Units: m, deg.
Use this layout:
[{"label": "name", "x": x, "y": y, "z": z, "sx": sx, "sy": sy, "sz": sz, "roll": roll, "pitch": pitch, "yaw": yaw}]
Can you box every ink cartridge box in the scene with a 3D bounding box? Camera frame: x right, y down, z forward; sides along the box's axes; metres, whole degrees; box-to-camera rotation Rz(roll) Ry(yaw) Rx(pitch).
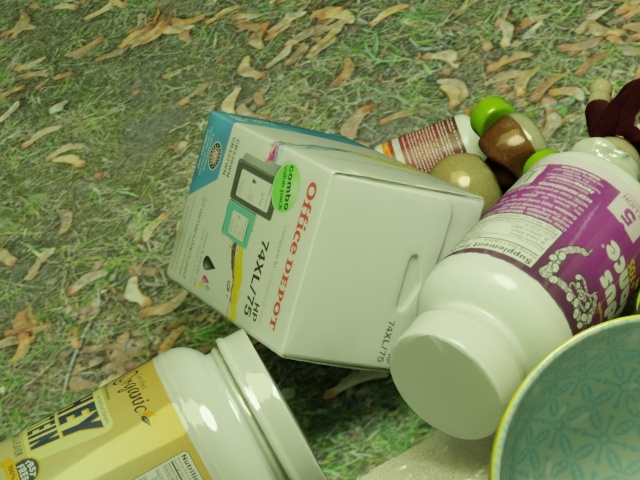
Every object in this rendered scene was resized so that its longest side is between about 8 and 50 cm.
[{"label": "ink cartridge box", "x": 0.000, "y": 0.000, "z": 1.729, "sx": 0.270, "sy": 0.197, "sz": 0.198, "roll": 29, "pitch": 105, "yaw": 55}]

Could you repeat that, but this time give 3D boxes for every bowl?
[{"label": "bowl", "x": 0.276, "y": 0.214, "z": 1.415, "sx": 0.289, "sy": 0.289, "sz": 0.156, "roll": -32, "pitch": -5, "yaw": -9}]

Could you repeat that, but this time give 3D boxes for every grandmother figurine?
[{"label": "grandmother figurine", "x": 0.386, "y": -0.159, "z": 1.874, "sx": 0.342, "sy": 0.104, "sz": 0.208, "roll": -52, "pitch": 17, "yaw": -26}]

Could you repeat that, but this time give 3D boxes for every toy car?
[{"label": "toy car", "x": 0.169, "y": -0.045, "z": 1.803, "sx": 0.188, "sy": 0.149, "sz": 0.155, "roll": -27, "pitch": 39, "yaw": -7}]

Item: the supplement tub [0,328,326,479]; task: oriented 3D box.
[{"label": "supplement tub", "x": -0.166, "y": 0.244, "z": 1.595, "sx": 0.316, "sy": 0.228, "sz": 0.228, "roll": -29, "pitch": 38, "yaw": -4}]

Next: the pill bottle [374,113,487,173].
[{"label": "pill bottle", "x": 0.146, "y": -0.098, "z": 1.936, "sx": 0.152, "sy": 0.086, "sz": 0.086, "roll": -21, "pitch": 38, "yaw": 7}]

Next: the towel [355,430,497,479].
[{"label": "towel", "x": 0.174, "y": 0.230, "z": 1.567, "sx": 0.282, "sy": 0.049, "sz": 0.187, "roll": -31, "pitch": 38, "yaw": -7}]

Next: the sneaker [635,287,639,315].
[{"label": "sneaker", "x": 0.453, "y": 0.042, "z": 1.587, "sx": 0.300, "sy": 0.111, "sz": 0.121, "roll": -19, "pitch": 42, "yaw": 12}]

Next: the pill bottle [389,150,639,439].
[{"label": "pill bottle", "x": 0.199, "y": 0.055, "z": 1.598, "sx": 0.169, "sy": 0.169, "sz": 0.301, "roll": 10, "pitch": 40, "yaw": 37}]
